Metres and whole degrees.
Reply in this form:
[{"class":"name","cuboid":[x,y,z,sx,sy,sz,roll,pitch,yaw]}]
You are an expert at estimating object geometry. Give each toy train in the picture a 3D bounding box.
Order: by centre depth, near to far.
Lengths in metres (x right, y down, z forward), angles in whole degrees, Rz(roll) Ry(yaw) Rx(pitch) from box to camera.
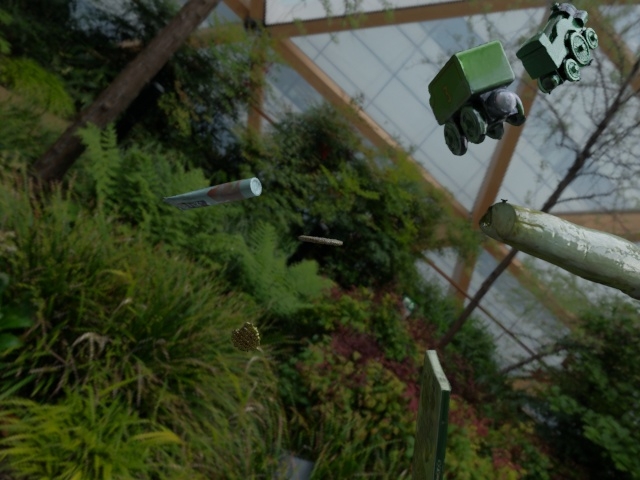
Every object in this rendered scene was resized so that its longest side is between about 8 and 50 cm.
[{"class":"toy train","cuboid":[0.396,-0.323,1.004,0.104,0.178,0.071,48,-33,-15]},{"class":"toy train","cuboid":[0.418,-0.382,1.661,0.307,0.173,0.249,135,-67,-79]}]

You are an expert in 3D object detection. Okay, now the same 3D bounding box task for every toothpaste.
[{"class":"toothpaste","cuboid":[-0.203,-0.083,1.134,0.205,0.036,0.056,-9,-28,29]}]

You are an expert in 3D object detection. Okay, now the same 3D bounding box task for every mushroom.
[{"class":"mushroom","cuboid":[0.387,0.013,0.898,0.312,0.081,0.100,20,-1,-18]}]

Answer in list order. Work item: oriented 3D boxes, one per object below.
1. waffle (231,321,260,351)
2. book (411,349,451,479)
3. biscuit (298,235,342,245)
[{"class":"waffle","cuboid":[-0.192,0.249,1.545,0.016,0.085,0.078,-29,101,-62]},{"class":"book","cuboid":[0.259,0.475,1.426,0.043,0.371,0.260,4,9,3]},{"class":"biscuit","cuboid":[0.000,0.000,1.588,0.120,0.015,0.120,7,2,0]}]
